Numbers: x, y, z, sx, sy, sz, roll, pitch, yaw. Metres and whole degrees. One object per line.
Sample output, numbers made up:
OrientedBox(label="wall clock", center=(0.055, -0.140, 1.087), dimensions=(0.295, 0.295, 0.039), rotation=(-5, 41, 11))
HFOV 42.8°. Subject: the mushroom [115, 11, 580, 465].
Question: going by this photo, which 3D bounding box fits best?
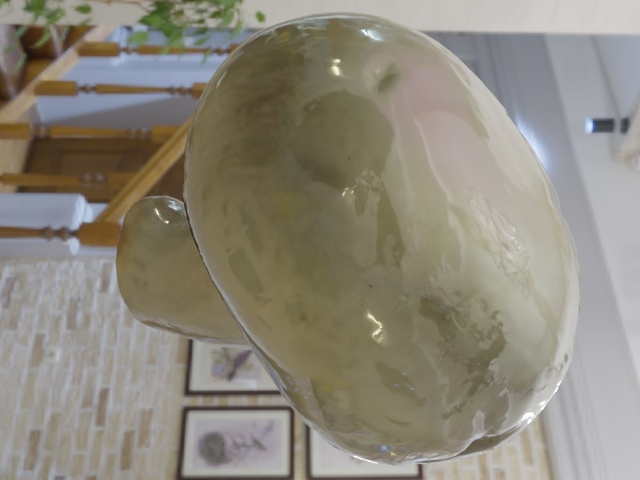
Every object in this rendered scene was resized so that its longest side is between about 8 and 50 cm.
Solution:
OrientedBox(label="mushroom", center=(0.028, -0.022, 0.579), dimensions=(0.356, 0.315, 0.315), rotation=(38, -42, 41))
